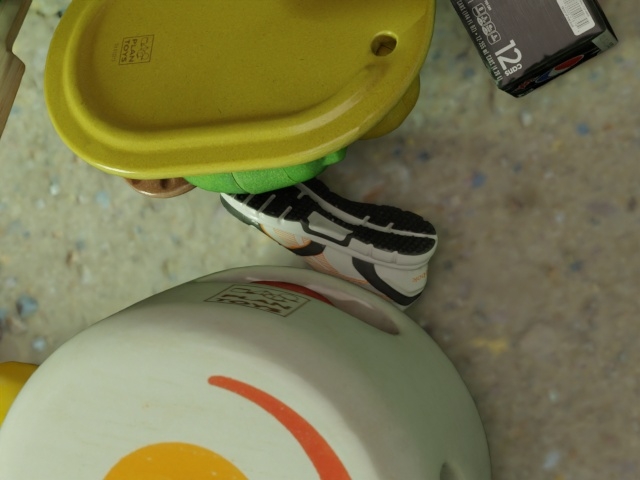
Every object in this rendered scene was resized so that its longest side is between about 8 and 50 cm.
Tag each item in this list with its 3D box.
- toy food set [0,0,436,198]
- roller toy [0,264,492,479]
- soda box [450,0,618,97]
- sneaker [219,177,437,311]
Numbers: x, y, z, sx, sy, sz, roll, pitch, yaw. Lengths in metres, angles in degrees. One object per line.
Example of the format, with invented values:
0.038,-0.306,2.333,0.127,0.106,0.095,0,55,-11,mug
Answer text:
-0.046,-0.071,0.792,0.218,0.071,0.128,-3,62,21,toy food set
-0.034,0.109,0.738,0.191,0.146,0.209,-35,87,18,roller toy
0.064,-0.147,0.771,0.053,0.060,0.169,-28,84,13,soda box
0.000,0.000,0.797,0.109,0.040,0.044,25,135,25,sneaker
